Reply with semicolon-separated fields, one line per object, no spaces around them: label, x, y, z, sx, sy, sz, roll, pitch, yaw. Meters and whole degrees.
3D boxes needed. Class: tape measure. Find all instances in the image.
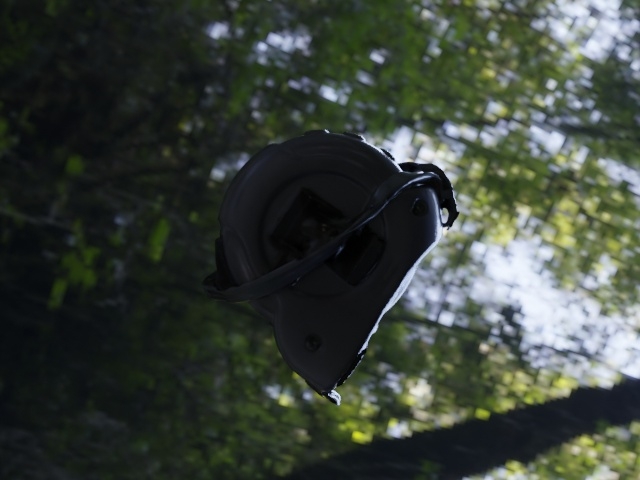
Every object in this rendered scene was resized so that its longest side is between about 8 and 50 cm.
tape measure;0.000;0.000;1.588;0.236;0.197;0.120;-56;-179;-1
